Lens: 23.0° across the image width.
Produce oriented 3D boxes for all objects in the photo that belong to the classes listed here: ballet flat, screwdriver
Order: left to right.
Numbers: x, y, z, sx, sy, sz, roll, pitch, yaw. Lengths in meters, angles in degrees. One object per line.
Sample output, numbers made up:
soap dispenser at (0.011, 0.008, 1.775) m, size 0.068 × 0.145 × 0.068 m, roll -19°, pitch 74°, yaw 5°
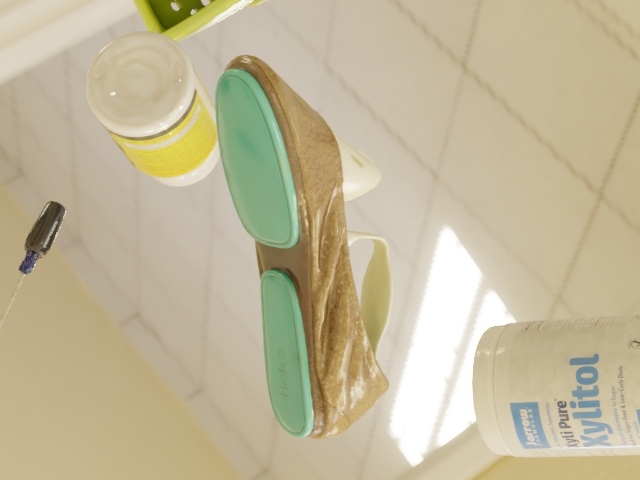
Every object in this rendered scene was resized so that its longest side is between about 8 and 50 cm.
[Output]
screwdriver at (-0.258, 0.039, 1.335) m, size 0.024 × 0.170 × 0.025 m, roll 17°, pitch 153°, yaw 12°
ballet flat at (0.000, 0.000, 1.321) m, size 0.116 × 0.124 × 0.342 m, roll 14°, pitch 119°, yaw 55°

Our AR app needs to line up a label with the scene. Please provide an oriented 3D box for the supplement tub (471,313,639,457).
supplement tub at (0.137, 0.073, 0.786) m, size 0.107 × 0.071 × 0.071 m, roll -7°, pitch 119°, yaw 28°

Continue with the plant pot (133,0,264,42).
plant pot at (-0.116, -0.400, 1.972) m, size 0.228 × 0.207 × 0.227 m, roll -22°, pitch 92°, yaw 48°

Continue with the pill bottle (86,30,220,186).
pill bottle at (-0.178, -0.139, 1.754) m, size 0.119 × 0.119 × 0.208 m, roll 49°, pitch 175°, yaw 19°
